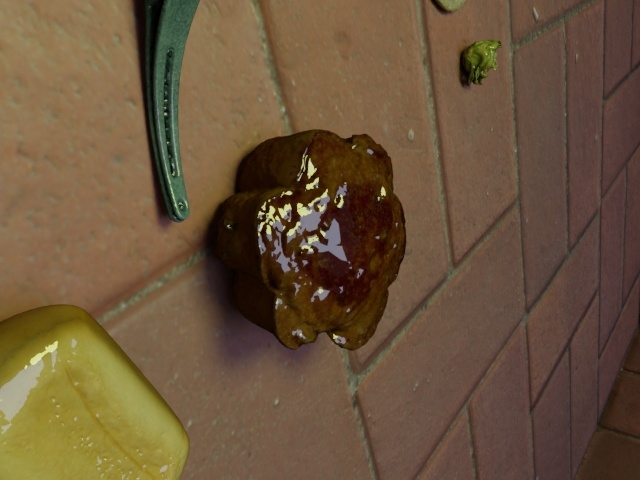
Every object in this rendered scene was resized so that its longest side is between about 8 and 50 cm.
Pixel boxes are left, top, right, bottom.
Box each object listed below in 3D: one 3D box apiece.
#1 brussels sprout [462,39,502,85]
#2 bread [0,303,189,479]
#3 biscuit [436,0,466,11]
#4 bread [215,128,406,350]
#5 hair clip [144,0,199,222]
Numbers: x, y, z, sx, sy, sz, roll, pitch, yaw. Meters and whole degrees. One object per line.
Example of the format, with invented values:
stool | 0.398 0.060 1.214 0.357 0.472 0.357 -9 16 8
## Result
brussels sprout | 0.272 -0.307 0.969 0.085 0.058 0.085 10 90 -85
bread | -0.202 0.153 0.445 0.147 0.098 0.217 -48 134 -35
biscuit | 0.203 -0.435 0.882 0.152 0.020 0.152 -14 108 -47
bread | -0.006 -0.008 0.622 0.232 0.135 0.246 13 88 -51
hair clip | -0.134 -0.130 0.513 0.039 0.070 0.229 -21 121 -51
